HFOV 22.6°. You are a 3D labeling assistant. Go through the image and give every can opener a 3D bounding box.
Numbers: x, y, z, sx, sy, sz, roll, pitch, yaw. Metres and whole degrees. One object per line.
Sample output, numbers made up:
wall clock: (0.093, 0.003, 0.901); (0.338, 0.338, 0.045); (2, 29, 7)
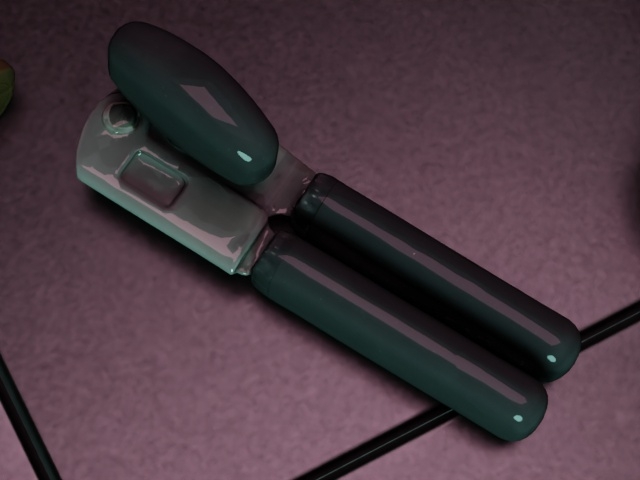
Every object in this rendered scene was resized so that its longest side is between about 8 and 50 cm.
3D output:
can opener: (0.000, 0.000, 0.794); (0.280, 0.093, 0.074); (33, 70, 2)

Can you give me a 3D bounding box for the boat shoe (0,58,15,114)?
boat shoe: (-0.232, -0.046, 0.805); (0.059, 0.063, 0.170); (40, 63, 12)
